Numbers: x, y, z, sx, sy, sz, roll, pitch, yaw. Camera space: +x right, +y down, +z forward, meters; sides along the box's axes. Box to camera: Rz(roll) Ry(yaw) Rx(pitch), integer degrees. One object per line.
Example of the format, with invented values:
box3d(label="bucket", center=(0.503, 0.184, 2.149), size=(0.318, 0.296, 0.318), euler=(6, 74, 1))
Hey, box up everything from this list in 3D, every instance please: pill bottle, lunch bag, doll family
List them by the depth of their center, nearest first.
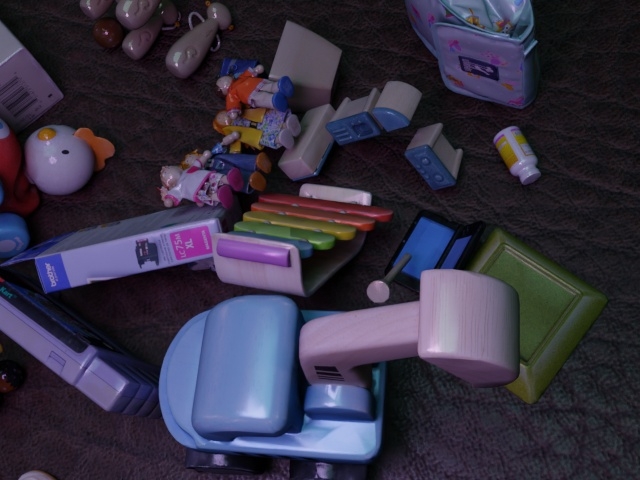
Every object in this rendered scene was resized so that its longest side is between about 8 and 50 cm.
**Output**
box3d(label="lunch bag", center=(0.228, -0.329, 1.151), size=(0.160, 0.223, 0.262), euler=(-31, 68, 4))
box3d(label="pill bottle", center=(0.292, -0.124, 1.153), size=(0.043, 0.043, 0.083), euler=(-23, 66, 1))
box3d(label="doll family", center=(-0.133, -0.133, 1.165), size=(0.163, 0.118, 0.263), euler=(13, 67, 37))
box3d(label="lunch bag", center=(-0.127, -0.249, 1.254), size=(0.065, 0.098, 0.067), euler=(7, 75, 16))

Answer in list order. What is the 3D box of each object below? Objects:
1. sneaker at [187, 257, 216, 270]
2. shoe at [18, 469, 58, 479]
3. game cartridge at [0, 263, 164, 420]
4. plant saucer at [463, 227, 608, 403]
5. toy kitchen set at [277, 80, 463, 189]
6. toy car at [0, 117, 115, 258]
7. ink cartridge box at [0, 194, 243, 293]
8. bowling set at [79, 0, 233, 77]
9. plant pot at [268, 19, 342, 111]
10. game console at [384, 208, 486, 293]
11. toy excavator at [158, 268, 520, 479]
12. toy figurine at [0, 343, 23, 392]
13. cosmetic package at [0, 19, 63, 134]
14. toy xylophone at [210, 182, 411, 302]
box3d(label="sneaker", center=(-0.134, 0.035, 1.169), size=(0.135, 0.052, 0.058), euler=(-10, 76, 11))
box3d(label="shoe", center=(-0.363, 0.407, 1.058), size=(0.076, 0.058, 0.219), euler=(-32, 66, -3))
box3d(label="game cartridge", center=(-0.353, 0.125, 1.075), size=(0.355, 0.230, 0.068), euler=(31, 79, 19))
box3d(label="plant saucer", center=(0.266, 0.093, 1.071), size=(0.188, 0.045, 0.188), euler=(35, 79, 21))
box3d(label="toy kitchen set", center=(0.077, -0.121, 1.173), size=(0.207, 0.166, 0.122), euler=(-10, 43, 45))
box3d(label="toy car", center=(-0.447, -0.133, 1.227), size=(0.238, 0.210, 0.219), euler=(-20, 56, -11))
box3d(label="ink cartridge box", center=(-0.276, 0.006, 1.138), size=(0.311, 0.186, 0.065), euler=(-10, 102, 5))
box3d(label="bowling set", center=(-0.312, -0.411, 1.318), size=(0.200, 0.287, 0.154), euler=(9, 59, 50))
box3d(label="plant pot", center=(-0.021, -0.265, 1.241), size=(0.096, 0.109, 0.109), euler=(14, 71, 4))
box3d(label="game console", center=(0.161, 0.014, 1.111), size=(0.071, 0.107, 0.122), euler=(33, 77, -8))
box3d(label="toy excavator", center=(-0.006, 0.148, 0.882), size=(0.432, 0.445, 0.222), euler=(1, 69, 12))
box3d(label="toy figurine", center=(-0.536, 0.155, 1.115), size=(0.209, 0.213, 0.148), euler=(37, 63, 18))
box3d(label="cosmetic package", center=(-0.597, -0.334, 1.351), size=(0.129, 0.153, 0.296), euler=(-41, 66, -8))
box3d(label="toy xylophone", center=(0.000, 0.000, 1.052), size=(0.236, 0.323, 0.081), euler=(6, 108, 11))
